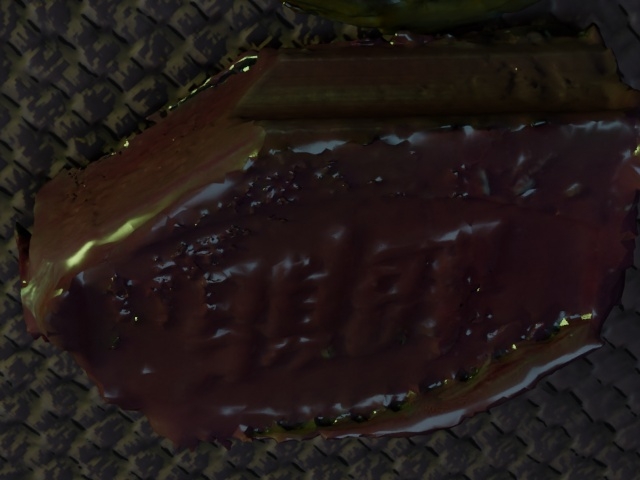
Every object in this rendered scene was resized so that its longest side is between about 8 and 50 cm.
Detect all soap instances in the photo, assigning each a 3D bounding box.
[{"bbox_3d":[0.000,0.000,0.835,0.289,0.112,0.182,-3,121,-5],"label":"soap"}]

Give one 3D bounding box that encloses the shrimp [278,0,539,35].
[{"bbox_3d":[0.020,-0.145,0.791,0.236,0.053,0.133,-2,147,-9],"label":"shrimp"}]
